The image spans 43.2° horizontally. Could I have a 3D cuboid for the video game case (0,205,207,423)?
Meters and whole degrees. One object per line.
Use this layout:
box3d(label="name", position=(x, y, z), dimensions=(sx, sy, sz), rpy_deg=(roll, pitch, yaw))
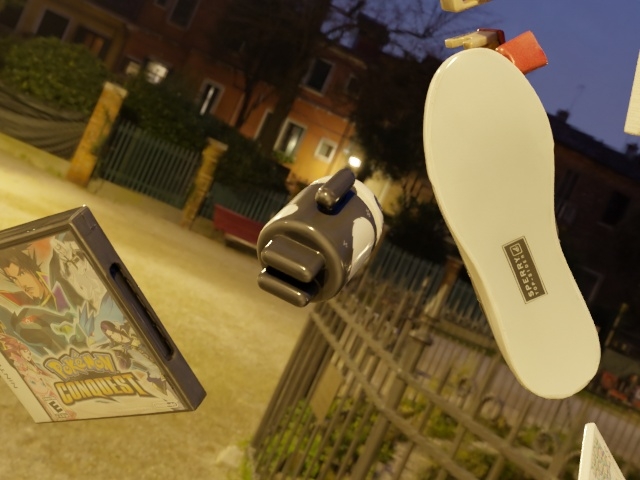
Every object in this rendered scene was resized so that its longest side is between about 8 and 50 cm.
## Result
box3d(label="video game case", position=(-0.292, 0.097, 0.898), dimensions=(0.274, 0.035, 0.248), rpy_deg=(-12, -64, 34))

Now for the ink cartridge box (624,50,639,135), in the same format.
box3d(label="ink cartridge box", position=(0.557, -0.285, 1.296), dimensions=(0.045, 0.208, 0.206), rpy_deg=(21, 27, 32))

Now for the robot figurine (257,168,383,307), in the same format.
box3d(label="robot figurine", position=(0.002, -0.001, 1.410), dimensions=(0.209, 0.278, 0.174), rpy_deg=(-27, -76, 40))

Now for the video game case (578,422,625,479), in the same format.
box3d(label="video game case", position=(0.416, 0.372, 1.179), dimensions=(0.143, 0.019, 0.157), rpy_deg=(59, 33, -16))

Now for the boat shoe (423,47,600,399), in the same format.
box3d(label="boat shoe", position=(0.121, -0.010, 0.529), dimensions=(0.076, 0.080, 0.229), rpy_deg=(-106, 173, -82))

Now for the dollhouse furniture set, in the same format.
box3d(label="dollhouse furniture set", position=(0.296, -0.415, 1.263), dimensions=(0.152, 0.374, 0.201), rpy_deg=(-24, 25, -18))
